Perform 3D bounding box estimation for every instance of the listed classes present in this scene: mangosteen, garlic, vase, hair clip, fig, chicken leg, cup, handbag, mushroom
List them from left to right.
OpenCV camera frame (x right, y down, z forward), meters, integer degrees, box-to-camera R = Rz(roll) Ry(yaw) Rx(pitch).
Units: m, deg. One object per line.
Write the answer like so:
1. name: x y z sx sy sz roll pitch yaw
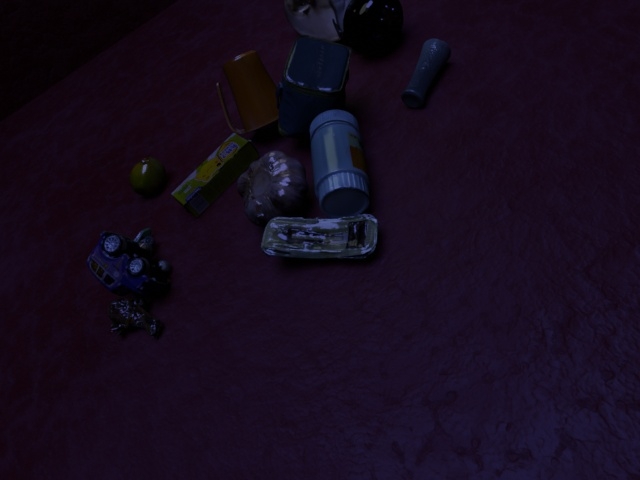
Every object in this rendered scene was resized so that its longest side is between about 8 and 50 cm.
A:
1. chicken leg: -0.556 0.230 1.415 0.196 0.080 0.125 -1 67 18
2. fig: -0.650 -0.241 1.767 0.136 0.121 0.153 38 102 35
3. cup: -0.248 -0.504 1.642 0.226 0.264 0.182 -21 19 11
4. garlic: -0.137 -0.151 1.422 0.245 0.160 0.245 -8 74 30
5. handbag: -0.026 -0.476 1.500 0.222 0.241 0.263 15 57 0
6. hair clip: 0.001 0.001 1.283 0.321 0.091 0.138 1 58 15
7. mushroom: 0.086 -0.986 1.887 0.397 0.224 0.314 -45 35 -17
8. mangosteen: 0.181 -0.782 1.673 0.243 0.243 0.243 -14 52 18
9. vase: 0.330 -0.526 1.488 0.096 0.096 0.219 15 68 34

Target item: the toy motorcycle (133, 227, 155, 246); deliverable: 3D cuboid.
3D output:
1. toy motorcycle: -0.649 0.039 1.600 0.190 0.074 0.106 -37 40 -1

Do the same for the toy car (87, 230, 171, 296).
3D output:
1. toy car: -0.591 0.089 1.445 0.235 0.172 0.158 41 91 13

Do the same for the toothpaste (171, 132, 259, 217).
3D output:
1. toothpaste: -0.367 -0.230 1.638 0.327 0.077 0.110 -47 48 -10

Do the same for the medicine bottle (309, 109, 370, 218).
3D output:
1. medicine bottle: 0.054 -0.221 1.364 0.158 0.158 0.318 -17 51 16
